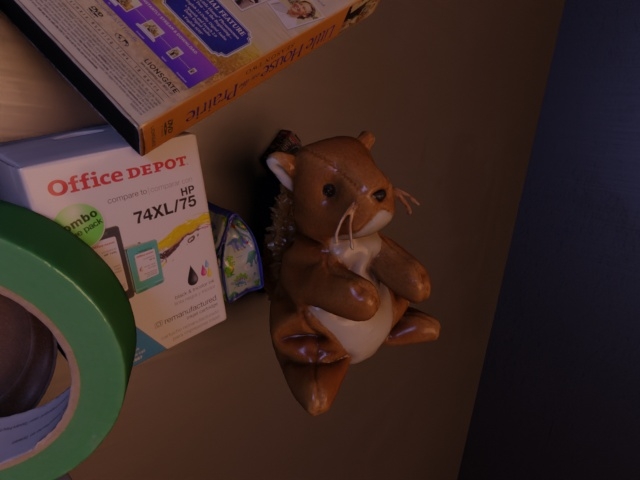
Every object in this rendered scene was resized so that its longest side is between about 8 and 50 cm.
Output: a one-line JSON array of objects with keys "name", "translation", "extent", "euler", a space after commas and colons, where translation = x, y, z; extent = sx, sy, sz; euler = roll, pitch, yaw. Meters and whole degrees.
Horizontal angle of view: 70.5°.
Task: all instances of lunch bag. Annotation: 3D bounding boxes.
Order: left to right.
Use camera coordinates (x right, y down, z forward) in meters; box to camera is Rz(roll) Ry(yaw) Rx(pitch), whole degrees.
[{"name": "lunch bag", "translation": [-0.171, 0.011, 0.766], "extent": [0.096, 0.129, 0.151], "euler": [-24, 121, -39]}]

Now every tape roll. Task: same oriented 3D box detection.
[{"name": "tape roll", "translation": [-0.355, 0.115, 0.444], "extent": [0.321, 0.077, 0.321], "euler": [-5, 113, -11]}]

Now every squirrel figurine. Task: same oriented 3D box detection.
[{"name": "squirrel figurine", "translation": [0.000, 0.000, 0.773], "extent": [0.281, 0.397, 0.370], "euler": [-20, 120, -21]}]

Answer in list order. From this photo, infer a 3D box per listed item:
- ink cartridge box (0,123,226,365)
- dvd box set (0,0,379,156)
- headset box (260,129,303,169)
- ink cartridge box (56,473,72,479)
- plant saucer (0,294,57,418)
[{"name": "ink cartridge box", "translation": [-0.276, -0.003, 0.600], "extent": [0.198, 0.197, 0.270], "euler": [-25, 122, -38]}, {"name": "dvd box set", "translation": [-0.154, -0.330, 0.568], "extent": [0.307, 0.062, 0.420], "euler": [45, 63, 3]}, {"name": "headset box", "translation": [-0.067, -0.169, 0.878], "extent": [0.083, 0.032, 0.062], "euler": [-55, 136, -13]}, {"name": "ink cartridge box", "translation": [-0.483, 0.358, 0.465], "extent": [0.395, 0.270, 0.151], "euler": [5, 98, -47]}, {"name": "plant saucer", "translation": [-0.470, 0.122, 0.502], "extent": [0.311, 0.050, 0.310], "euler": [-10, 114, -24]}]
